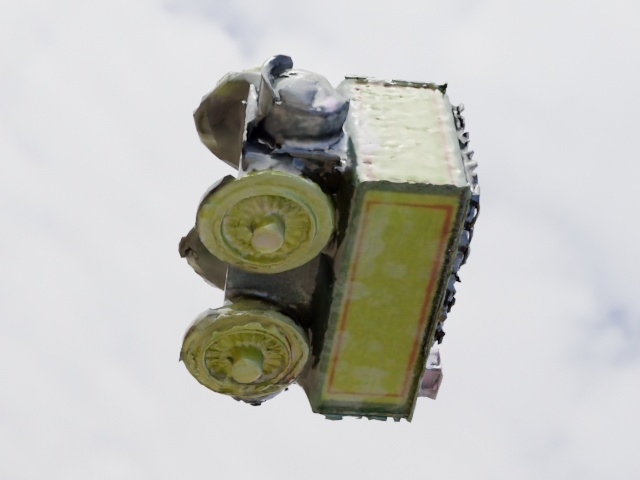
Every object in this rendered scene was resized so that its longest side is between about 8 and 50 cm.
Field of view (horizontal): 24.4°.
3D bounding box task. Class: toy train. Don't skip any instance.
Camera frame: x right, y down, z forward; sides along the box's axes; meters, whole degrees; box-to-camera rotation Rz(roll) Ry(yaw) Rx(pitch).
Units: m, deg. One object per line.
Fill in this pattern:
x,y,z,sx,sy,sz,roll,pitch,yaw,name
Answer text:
0.000,0.000,0.960,0.134,0.177,0.261,-96,-168,-48,toy train
